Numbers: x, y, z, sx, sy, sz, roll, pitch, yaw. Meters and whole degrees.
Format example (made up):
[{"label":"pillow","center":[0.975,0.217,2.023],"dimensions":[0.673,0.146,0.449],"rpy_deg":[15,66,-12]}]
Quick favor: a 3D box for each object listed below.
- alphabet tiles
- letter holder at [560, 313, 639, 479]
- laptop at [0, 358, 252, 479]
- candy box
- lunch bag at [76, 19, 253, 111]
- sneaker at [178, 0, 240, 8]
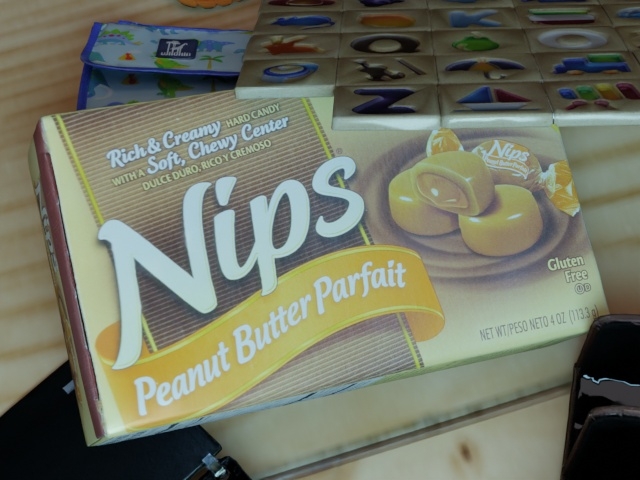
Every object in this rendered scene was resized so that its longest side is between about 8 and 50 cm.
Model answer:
[{"label":"alphabet tiles","center":[0.098,-0.128,0.830],"dimensions":[0.285,0.011,0.342],"rpy_deg":[-1,24,3]},{"label":"letter holder","center":[0.291,0.130,0.715],"dimensions":[0.302,0.214,0.152],"rpy_deg":[9,67,7]},{"label":"laptop","center":[-0.131,0.229,0.807],"dimensions":[0.234,0.136,0.264],"rpy_deg":[-41,96,-13]},{"label":"candy box","center":[0.000,0.000,0.797],"dimensions":[0.317,0.087,0.182],"rpy_deg":[-10,80,-18]},{"label":"lunch bag","center":[-0.099,-0.084,0.901],"dimensions":[0.129,0.096,0.151],"rpy_deg":[3,60,-3]},{"label":"sneaker","center":[-0.016,-0.240,0.968],"dimensions":[0.221,0.087,0.083],"rpy_deg":[-24,68,-7]}]
